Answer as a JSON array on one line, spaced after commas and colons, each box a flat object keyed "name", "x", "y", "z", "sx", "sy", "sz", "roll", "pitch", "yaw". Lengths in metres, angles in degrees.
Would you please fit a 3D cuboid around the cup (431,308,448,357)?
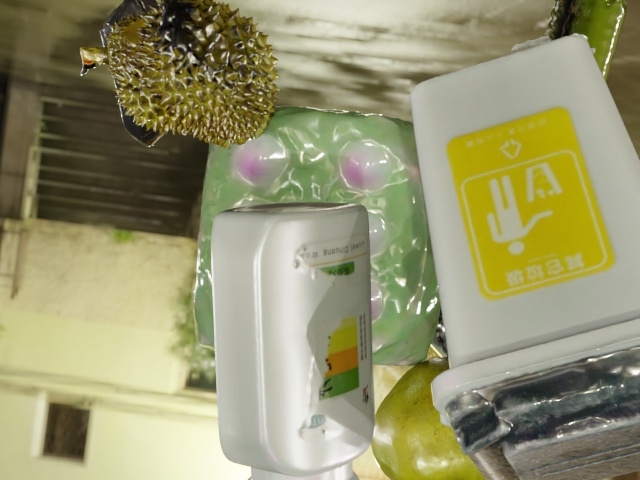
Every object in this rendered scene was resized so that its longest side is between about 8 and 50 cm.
[{"name": "cup", "x": 0.274, "y": 0.096, "z": 1.640, "sx": 0.186, "sy": 0.258, "sz": 0.234, "roll": 7, "pitch": -168, "yaw": -35}]

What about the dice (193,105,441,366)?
[{"name": "dice", "x": 0.000, "y": 0.000, "z": 1.519, "sx": 0.318, "sy": 0.322, "sz": 0.330, "roll": 5, "pitch": 175, "yaw": -2}]

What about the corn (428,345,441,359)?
[{"name": "corn", "x": 0.247, "y": 0.138, "z": 2.021, "sx": 0.106, "sy": 0.305, "sz": 0.106, "roll": -1, "pitch": -141, "yaw": 1}]

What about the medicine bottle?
[{"name": "medicine bottle", "x": -0.020, "y": 0.116, "z": 1.016, "sx": 0.111, "sy": 0.296, "sz": 0.161, "roll": 5, "pitch": -173, "yaw": 39}]

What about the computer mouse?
[{"name": "computer mouse", "x": -0.241, "y": -0.238, "z": 1.595, "sx": 0.073, "sy": 0.217, "sz": 0.122, "roll": 0, "pitch": -151, "yaw": 21}]

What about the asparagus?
[{"name": "asparagus", "x": 0.400, "y": -0.327, "z": 1.706, "sx": 0.108, "sy": 0.382, "sz": 0.128, "roll": -3, "pitch": -147, "yaw": -21}]

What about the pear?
[{"name": "pear", "x": 0.164, "y": 0.251, "z": 1.463, "sx": 0.198, "sy": 0.198, "sz": 0.198, "roll": 8, "pitch": 180, "yaw": 0}]

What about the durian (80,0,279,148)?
[{"name": "durian", "x": -0.160, "y": -0.215, "z": 1.306, "sx": 0.237, "sy": 0.193, "sz": 0.138, "roll": 8, "pitch": 150, "yaw": -5}]

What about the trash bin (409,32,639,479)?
[{"name": "trash bin", "x": 0.218, "y": 0.030, "z": 1.046, "sx": 0.256, "sy": 0.367, "sz": 0.296, "roll": -18, "pitch": 151, "yaw": 12}]
